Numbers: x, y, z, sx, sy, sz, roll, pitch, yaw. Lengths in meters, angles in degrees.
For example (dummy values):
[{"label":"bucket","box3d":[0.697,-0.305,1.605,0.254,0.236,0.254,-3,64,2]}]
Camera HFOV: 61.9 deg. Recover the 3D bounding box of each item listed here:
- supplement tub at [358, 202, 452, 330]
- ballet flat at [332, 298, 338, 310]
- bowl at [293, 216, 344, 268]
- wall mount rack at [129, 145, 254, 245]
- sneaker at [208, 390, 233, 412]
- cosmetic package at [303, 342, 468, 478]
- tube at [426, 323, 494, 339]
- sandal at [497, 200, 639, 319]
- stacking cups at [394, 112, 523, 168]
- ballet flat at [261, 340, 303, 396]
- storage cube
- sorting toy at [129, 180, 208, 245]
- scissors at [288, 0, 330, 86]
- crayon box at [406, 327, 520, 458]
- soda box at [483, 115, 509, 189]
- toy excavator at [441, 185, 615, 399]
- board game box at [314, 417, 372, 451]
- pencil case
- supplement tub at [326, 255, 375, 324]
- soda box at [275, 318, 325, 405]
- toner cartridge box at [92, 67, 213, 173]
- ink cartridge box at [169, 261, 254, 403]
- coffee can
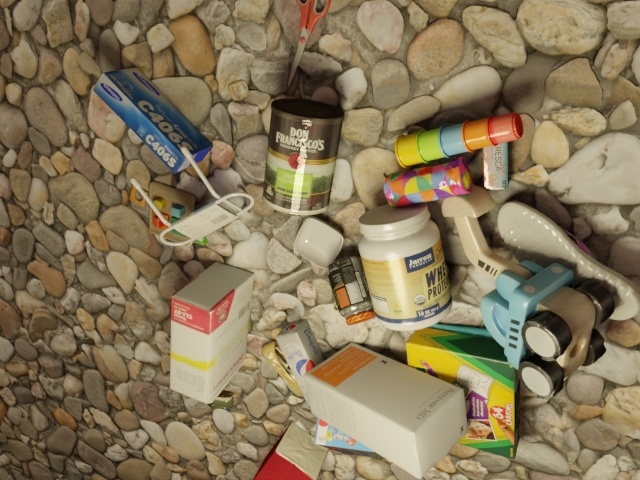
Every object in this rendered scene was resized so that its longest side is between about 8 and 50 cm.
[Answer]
[{"label":"supplement tub","box3d":[0.234,0.067,1.499,0.228,0.228,0.317,-7,110,24]},{"label":"ballet flat","box3d":[0.108,0.184,1.702,0.168,0.052,0.057,-34,99,30]},{"label":"bowl","box3d":[0.000,0.000,1.666,0.141,0.053,0.142,31,121,7]},{"label":"wall mount rack","box3d":[-0.388,-0.123,1.628,0.349,0.304,0.131,-26,58,20]},{"label":"sneaker","box3d":[-0.433,0.636,2.109,0.192,0.064,0.086,3,108,17]},{"label":"cosmetic package","box3d":[0.183,0.485,1.600,0.453,0.230,0.162,13,121,47]},{"label":"tube","box3d":[0.421,0.291,1.629,0.206,0.052,0.080,0,108,27]},{"label":"sandal","box3d":[0.643,0.044,1.398,0.416,0.102,0.169,44,145,15]},{"label":"stacking cups","box3d":[0.341,-0.259,1.343,0.316,0.096,0.096,-9,109,42]},{"label":"ballet flat","box3d":[-0.117,0.457,1.902,0.073,0.080,0.232,-40,95,15]},{"label":"storage cube","box3d":[-0.109,0.837,1.988,0.183,0.215,0.193,35,114,5]},{"label":"sorting toy","box3d":[-0.523,-0.088,1.841,0.347,0.047,0.196,19,118,14]},{"label":"scissors","box3d":[-0.034,-0.562,1.452,0.108,0.021,0.297,14,115,14]},{"label":"crayon box","box3d":[0.437,0.459,1.622,0.312,0.106,0.363,5,118,29]},{"label":"soda box","box3d":[0.455,-0.226,1.381,0.062,0.058,0.183,0,113,21]},{"label":"toy excavator","box3d":[0.497,0.117,1.393,0.445,0.222,0.433,35,144,46]},{"label":"board game box","box3d":[0.176,0.665,1.764,0.307,0.086,0.302,-2,154,23]},{"label":"pencil case","box3d":[0.280,-0.153,1.413,0.236,0.104,0.105,-6,110,35]},{"label":"supplement tub","box3d":[0.096,0.153,1.618,0.116,0.117,0.191,-25,73,29]},{"label":"soda box","box3d":[-0.045,0.423,1.843,0.091,0.098,0.287,-16,105,27]},{"label":"toner cartridge box","box3d":[-0.509,-0.374,1.643,0.348,0.165,0.075,46,120,-2]},{"label":"ink cartridge box","box3d":[-0.371,0.311,1.819,0.160,0.279,0.385,16,117,15]},{"label":"coffee can","box3d":[-0.052,-0.237,1.498,0.201,0.201,0.276,16,118,15]}]
